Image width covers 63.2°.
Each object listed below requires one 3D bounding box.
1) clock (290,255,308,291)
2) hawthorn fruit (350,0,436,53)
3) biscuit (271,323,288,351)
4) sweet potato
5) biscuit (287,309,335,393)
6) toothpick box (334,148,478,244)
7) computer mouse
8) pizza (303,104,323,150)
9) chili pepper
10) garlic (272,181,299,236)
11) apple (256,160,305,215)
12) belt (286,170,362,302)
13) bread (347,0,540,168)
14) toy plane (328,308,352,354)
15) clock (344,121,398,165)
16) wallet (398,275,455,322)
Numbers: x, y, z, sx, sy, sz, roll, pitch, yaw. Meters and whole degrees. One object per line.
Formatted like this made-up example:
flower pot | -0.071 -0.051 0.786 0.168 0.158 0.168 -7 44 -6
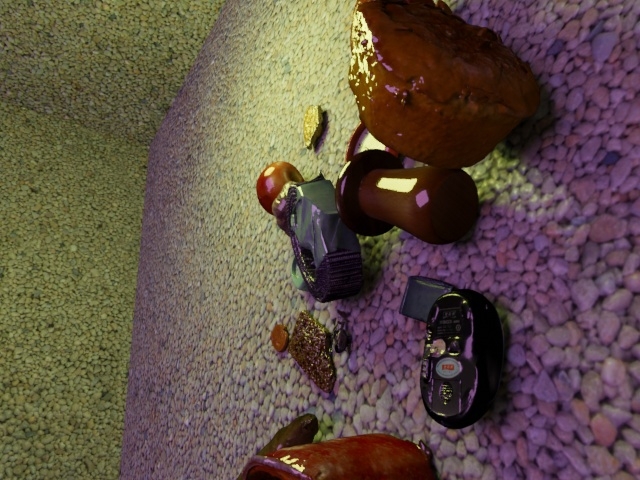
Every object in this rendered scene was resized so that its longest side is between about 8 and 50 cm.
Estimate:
clock | -0.045 0.069 1.463 0.101 0.041 0.135 -59 33 25
hawthorn fruit | 0.160 -0.452 1.217 0.211 0.211 0.299 -114 36 -46
biscuit | -0.116 0.280 1.512 0.078 0.015 0.091 -64 33 15
sweet potato | -0.110 0.561 1.284 0.423 0.130 0.130 -56 35 19
biscuit | -0.018 0.280 1.343 0.237 0.026 0.131 32 106 59
toothpick box | 0.164 -0.087 1.063 0.294 0.192 0.192 17 92 52
computer mouse | 0.246 0.201 0.886 0.137 0.096 0.233 -10 65 51
pizza | -0.021 -0.358 1.610 0.099 0.035 0.160 -36 49 47
chili pepper | 0.037 0.468 0.917 0.251 0.305 0.229 10 92 49
garlic | -0.062 -0.083 1.455 0.102 0.147 0.159 -113 27 -76
apple | -0.121 -0.152 1.568 0.139 0.163 0.163 -32 50 33
belt | 0.000 0.000 1.264 0.260 0.122 0.325 97 157 -46
bread | 0.200 -0.292 0.942 0.358 0.336 0.204 -97 29 -45
toy plane | 0.048 0.223 1.240 0.031 0.049 0.121 -35 32 46
clock | 0.130 -0.222 1.294 0.205 0.051 0.205 -29 54 51
wallet | 0.213 0.119 1.038 0.129 0.026 0.088 10 82 60
